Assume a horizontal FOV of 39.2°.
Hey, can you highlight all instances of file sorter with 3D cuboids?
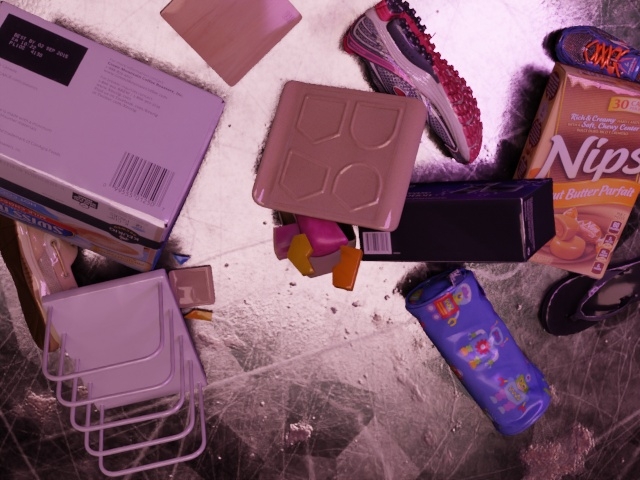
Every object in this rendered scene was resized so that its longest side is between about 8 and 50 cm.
[{"bbox_3d":[-0.300,0.218,1.411,0.193,0.173,0.277,-12,133,-1],"label":"file sorter"}]

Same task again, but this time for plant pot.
[{"bbox_3d":[0.000,0.000,1.473,0.109,0.109,0.096,-15,143,-1],"label":"plant pot"}]

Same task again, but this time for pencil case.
[{"bbox_3d":[0.273,0.181,1.527,0.133,0.119,0.306,-38,101,-7],"label":"pencil case"}]

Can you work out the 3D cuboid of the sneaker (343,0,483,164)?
[{"bbox_3d":[0.160,-0.247,1.449,0.112,0.121,0.299,-29,104,32],"label":"sneaker"}]

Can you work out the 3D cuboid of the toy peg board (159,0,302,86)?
[{"bbox_3d":[-0.144,-0.361,1.424,0.161,0.079,0.160,-43,116,6],"label":"toy peg board"}]

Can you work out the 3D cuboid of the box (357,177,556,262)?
[{"bbox_3d":[0.212,-0.033,1.394,0.261,0.184,0.103,0,100,28],"label":"box"}]

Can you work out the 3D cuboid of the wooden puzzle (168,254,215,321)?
[{"bbox_3d":[-0.218,0.080,1.528,0.079,0.014,0.116,0,101,-8],"label":"wooden puzzle"}]

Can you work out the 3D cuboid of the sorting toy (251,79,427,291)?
[{"bbox_3d":[0.017,-0.085,1.356,0.229,0.041,0.307,13,77,15],"label":"sorting toy"}]

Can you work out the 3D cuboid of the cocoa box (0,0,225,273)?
[{"bbox_3d":[-0.355,-0.140,1.329,0.347,0.228,0.231,23,65,-8],"label":"cocoa box"}]

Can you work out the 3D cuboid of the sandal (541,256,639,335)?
[{"bbox_3d":[0.500,0.088,1.555,0.254,0.054,0.097,-25,102,1],"label":"sandal"}]

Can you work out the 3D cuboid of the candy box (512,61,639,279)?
[{"bbox_3d":[0.419,-0.110,1.457,0.183,0.087,0.316,14,115,-4],"label":"candy box"}]

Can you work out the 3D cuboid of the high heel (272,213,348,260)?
[{"bbox_3d":[-0.017,-0.085,1.419,0.117,0.082,0.244,-10,57,16],"label":"high heel"}]

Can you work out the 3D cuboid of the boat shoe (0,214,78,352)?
[{"bbox_3d":[-0.451,0.027,1.466,0.098,0.109,0.302,-21,99,-37],"label":"boat shoe"}]

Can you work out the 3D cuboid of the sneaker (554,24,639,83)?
[{"bbox_3d":[0.487,-0.292,1.463,0.221,0.087,0.083,19,99,-7],"label":"sneaker"}]
